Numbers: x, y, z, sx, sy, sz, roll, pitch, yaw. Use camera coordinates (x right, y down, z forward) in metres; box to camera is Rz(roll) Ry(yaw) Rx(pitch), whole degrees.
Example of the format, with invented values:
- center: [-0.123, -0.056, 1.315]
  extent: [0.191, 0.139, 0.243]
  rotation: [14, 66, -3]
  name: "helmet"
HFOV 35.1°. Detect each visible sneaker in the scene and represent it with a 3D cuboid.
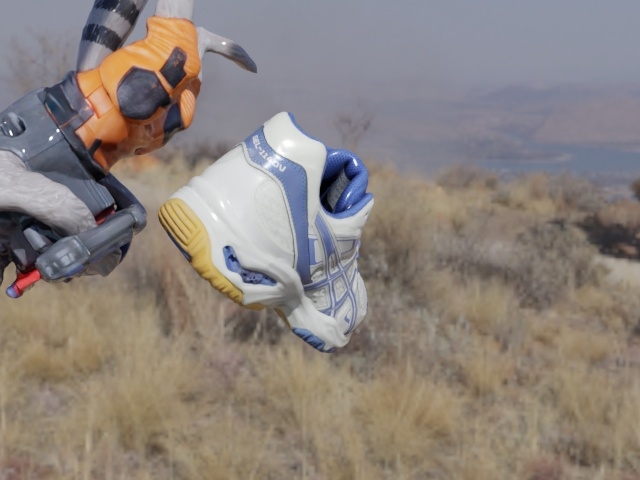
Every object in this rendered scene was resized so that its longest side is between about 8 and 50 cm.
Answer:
- center: [0.000, 0.000, 0.781]
  extent: [0.112, 0.131, 0.296]
  rotation: [48, 4, 21]
  name: "sneaker"

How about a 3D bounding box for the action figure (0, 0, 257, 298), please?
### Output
- center: [-0.195, -0.078, 0.825]
  extent: [0.330, 0.178, 0.341]
  rotation: [-47, 8, -13]
  name: "action figure"
